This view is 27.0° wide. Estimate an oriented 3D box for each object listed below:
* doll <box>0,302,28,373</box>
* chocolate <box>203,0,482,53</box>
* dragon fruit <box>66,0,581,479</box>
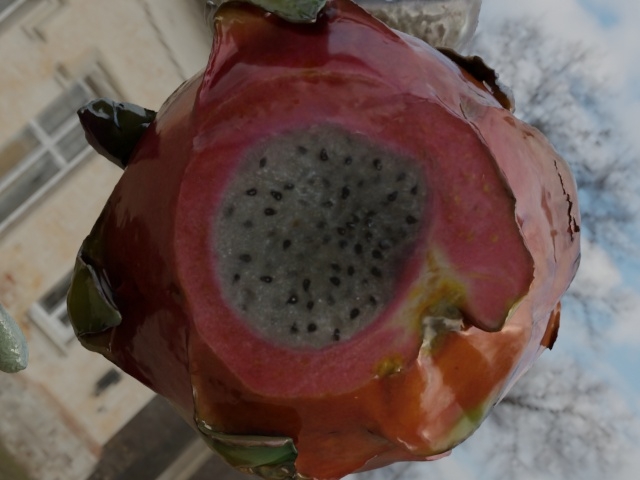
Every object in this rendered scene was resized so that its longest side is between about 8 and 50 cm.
[{"bbox_3d":[-0.370,0.065,1.249,0.214,0.072,0.104,25,-39,6],"label":"doll"},{"bbox_3d":[0.017,-0.191,1.247,0.303,0.185,0.101,22,-57,59],"label":"chocolate"},{"bbox_3d":[0.000,0.000,0.739,0.290,0.291,0.189,42,-3,17],"label":"dragon fruit"}]
